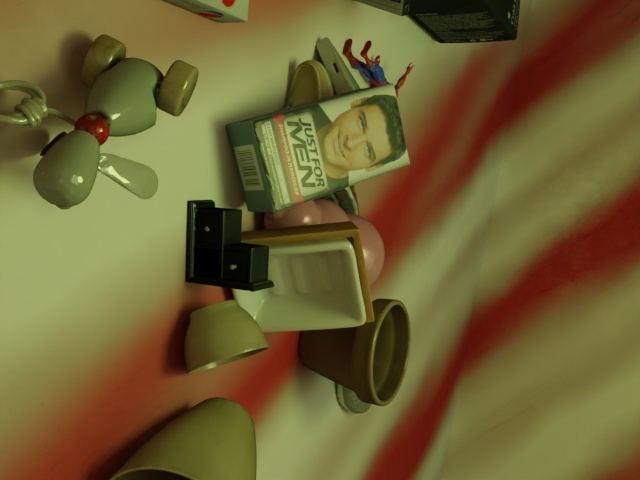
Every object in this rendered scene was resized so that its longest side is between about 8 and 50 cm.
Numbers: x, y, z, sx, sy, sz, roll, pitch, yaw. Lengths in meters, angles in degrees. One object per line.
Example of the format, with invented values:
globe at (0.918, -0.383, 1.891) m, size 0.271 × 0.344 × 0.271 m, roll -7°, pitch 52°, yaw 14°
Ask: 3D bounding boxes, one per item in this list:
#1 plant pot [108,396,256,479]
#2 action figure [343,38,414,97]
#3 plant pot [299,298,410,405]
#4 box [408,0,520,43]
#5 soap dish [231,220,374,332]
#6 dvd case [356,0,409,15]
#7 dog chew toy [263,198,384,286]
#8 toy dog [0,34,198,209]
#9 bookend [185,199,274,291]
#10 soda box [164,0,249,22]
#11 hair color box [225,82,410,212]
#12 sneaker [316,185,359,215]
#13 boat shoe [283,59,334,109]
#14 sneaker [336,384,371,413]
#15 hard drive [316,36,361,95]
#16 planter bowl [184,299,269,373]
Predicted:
plant pot at (-0.217, 0.412, 1.256) m, size 0.274 × 0.256 × 0.257 m, roll -64°, pitch 150°, yaw -63°
action figure at (0.168, -0.483, 1.933) m, size 0.139 × 0.091 × 0.280 m, roll -65°, pitch 149°, yaw -13°
plant pot at (0.078, 0.263, 1.768) m, size 0.263 × 0.229 × 0.263 m, roll -22°, pitch 115°, yaw -59°
box at (0.438, -0.912, 2.164) m, size 0.471 × 0.297 × 0.480 m, roll 3°, pitch 92°, yaw -61°
soap dish at (-0.043, 0.075, 1.464) m, size 0.118 × 0.290 × 0.229 m, roll -78°, pitch 159°, yaw -58°
dvd case at (0.156, -0.696, 1.730) m, size 0.029 × 0.179 × 0.239 m, roll -26°, pitch 134°, yaw -36°
dog chew toy at (0.000, 0.000, 1.607) m, size 0.331 × 0.206 × 0.207 m, roll 35°, pitch 63°, yaw -42°
toy dog at (-0.312, -0.155, 1.016) m, size 0.333 × 0.220 × 0.161 m, roll -44°, pitch 165°, yaw -41°
bookend at (-0.168, 0.007, 1.321) m, size 0.072 × 0.157 × 0.156 m, roll -9°, pitch 104°, yaw -62°
soda box at (-0.212, -0.445, 1.240) m, size 0.216 × 0.069 × 0.074 m, roll -5°, pitch 100°, yaw -62°
hair color box at (0.005, -0.200, 1.479) m, size 0.374 × 0.113 × 0.186 m, roll -22°, pitch 106°, yaw -33°
sneaker at (0.063, -0.168, 1.766) m, size 0.180 × 0.124 × 0.321 m, roll -47°, pitch 135°, yaw -48°
boat shoe at (-0.041, -0.258, 1.569) m, size 0.098 × 0.109 × 0.303 m, roll 3°, pitch 92°, yaw -56°
sneaker at (0.109, 0.397, 1.978) m, size 0.105 × 0.115 × 0.281 m, roll -59°, pitch 144°, yaw -39°
hard drive at (0.092, -0.346, 1.770) m, size 0.307 × 0.040 × 0.203 m, roll 43°, pitch 24°, yaw -57°
planter bowl at (-0.190, 0.178, 1.340) m, size 0.162 × 0.162 × 0.109 m, roll 1°, pitch 67°, yaw -63°
